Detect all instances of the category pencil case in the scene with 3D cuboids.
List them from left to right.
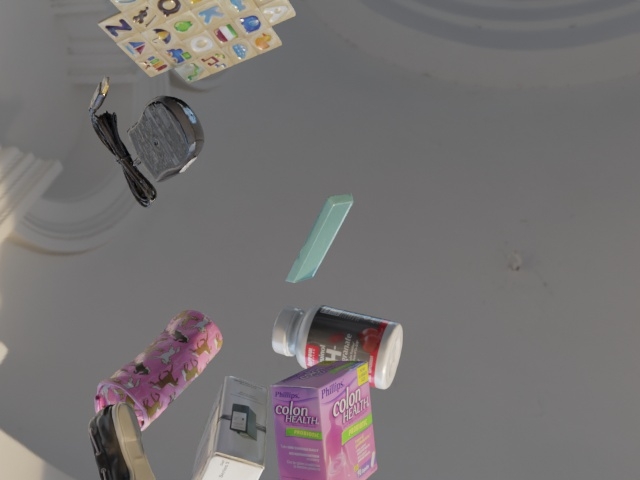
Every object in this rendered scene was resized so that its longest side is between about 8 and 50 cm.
[{"bbox_3d":[-0.421,0.338,1.681,0.167,0.160,0.386,-28,-170,31],"label":"pencil case"}]

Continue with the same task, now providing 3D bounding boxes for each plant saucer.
[{"bbox_3d":[0.000,0.000,1.126,0.067,0.192,0.018,-13,-132,-48],"label":"plant saucer"}]

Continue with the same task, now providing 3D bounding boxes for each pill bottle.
[{"bbox_3d":[0.043,0.267,1.666,0.318,0.176,0.176,11,-134,19],"label":"pill bottle"}]

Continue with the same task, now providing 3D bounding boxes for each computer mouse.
[{"bbox_3d":[-0.247,-0.169,0.912,0.060,0.184,0.262,-34,-177,-35],"label":"computer mouse"}]

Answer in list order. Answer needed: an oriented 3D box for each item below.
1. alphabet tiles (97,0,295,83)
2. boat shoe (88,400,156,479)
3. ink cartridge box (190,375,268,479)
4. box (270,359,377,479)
[{"bbox_3d":[-0.235,-0.428,1.224,0.342,0.285,0.011,-17,-118,16],"label":"alphabet tiles"},{"bbox_3d":[-0.428,0.522,1.383,0.095,0.112,0.335,-28,-117,13],"label":"boat shoe"},{"bbox_3d":[-0.206,0.470,1.421,0.114,0.198,0.273,21,-159,-11],"label":"ink cartridge box"},{"bbox_3d":[0.013,0.393,1.319,0.117,0.243,0.213,-6,-179,31],"label":"box"}]
